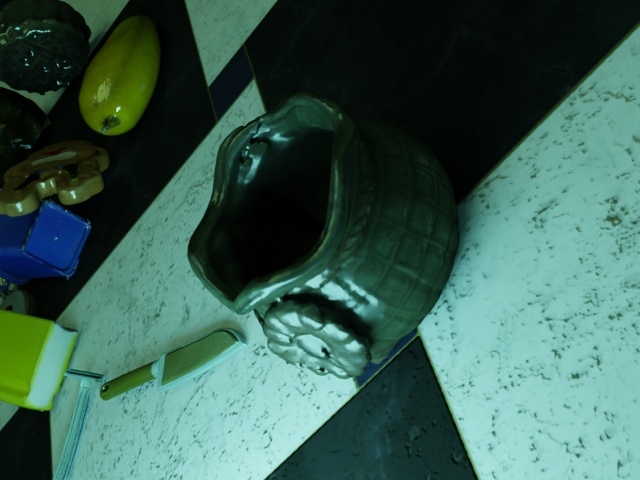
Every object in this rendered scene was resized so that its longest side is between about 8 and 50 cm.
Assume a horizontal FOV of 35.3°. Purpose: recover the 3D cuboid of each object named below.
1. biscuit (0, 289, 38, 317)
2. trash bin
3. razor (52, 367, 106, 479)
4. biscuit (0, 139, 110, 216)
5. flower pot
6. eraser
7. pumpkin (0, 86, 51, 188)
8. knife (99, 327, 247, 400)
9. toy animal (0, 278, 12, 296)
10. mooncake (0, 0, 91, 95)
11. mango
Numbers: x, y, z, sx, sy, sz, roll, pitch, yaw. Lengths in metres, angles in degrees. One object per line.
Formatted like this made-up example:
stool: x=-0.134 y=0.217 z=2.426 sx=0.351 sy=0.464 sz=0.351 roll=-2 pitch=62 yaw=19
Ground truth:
biscuit: x=-0.612 y=0.188 z=1.967 sx=0.181 sy=0.049 sz=0.208 roll=-51 pitch=38 yaw=17
trash bin: x=-0.566 y=0.004 z=1.930 sx=0.235 sy=0.162 sz=0.184 roll=2 pitch=66 yaw=45
razor: x=-0.397 y=0.305 z=1.618 sx=0.068 sy=0.037 sz=0.191 roll=8 pitch=76 yaw=11
biscuit: x=-0.501 y=-0.131 z=1.897 sx=0.334 sy=0.202 sz=0.047 roll=-106 pitch=5 yaw=-68
flower pot: x=0.000 y=0.000 z=1.122 sx=0.302 sy=0.213 sz=0.301 roll=-31 pitch=46 yaw=39
eraser: x=-0.540 y=0.211 z=1.797 sx=0.226 sy=0.069 sz=0.157 roll=6 pitch=75 yaw=42
pumpkin: x=-0.733 y=-0.194 z=2.250 sx=0.222 sy=0.139 sz=0.317 roll=-17 pitch=44 yaw=55
knife: x=-0.218 y=0.190 z=1.457 sx=0.343 sy=0.027 sz=0.061 roll=-27 pitch=45 yaw=38
toy animal: x=-0.695 y=0.031 z=2.092 sx=0.081 sy=0.367 sz=0.205 roll=-21 pitch=84 yaw=-1
mooncake: x=-0.619 y=-0.425 z=2.210 sx=0.228 sy=0.228 sz=0.124 roll=-39 pitch=48 yaw=33
mango: x=-0.379 y=-0.319 z=1.923 sx=0.176 sy=0.119 sz=0.316 roll=-31 pitch=38 yaw=43
